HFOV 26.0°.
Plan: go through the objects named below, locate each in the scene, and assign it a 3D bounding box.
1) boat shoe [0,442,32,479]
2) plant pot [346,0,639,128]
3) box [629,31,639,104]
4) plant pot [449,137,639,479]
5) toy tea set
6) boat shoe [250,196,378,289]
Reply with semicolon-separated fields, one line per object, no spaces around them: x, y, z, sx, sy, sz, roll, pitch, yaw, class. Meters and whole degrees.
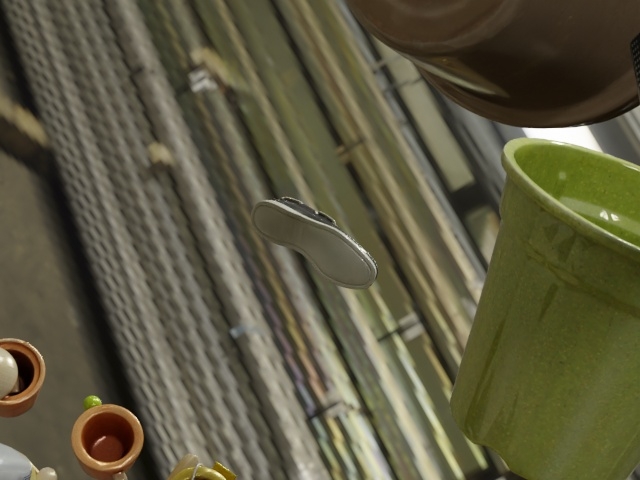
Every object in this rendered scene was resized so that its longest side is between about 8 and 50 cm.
-0.356;0.173;1.039;0.268;0.088;0.096;17;7;-21;boat shoe
0.126;-0.206;0.973;0.229;0.263;0.263;-10;68;-58;plant pot
0.327;-0.138;0.750;0.270;0.216;0.060;130;-43;-64;box
0.245;0.079;1.261;0.276;0.254;0.276;19;21;-8;plant pot
-0.241;0.227;1.369;0.336;0.200;0.124;32;-30;8;toy tea set
0.000;0.000;1.172;0.125;0.046;0.038;26;26;23;boat shoe
